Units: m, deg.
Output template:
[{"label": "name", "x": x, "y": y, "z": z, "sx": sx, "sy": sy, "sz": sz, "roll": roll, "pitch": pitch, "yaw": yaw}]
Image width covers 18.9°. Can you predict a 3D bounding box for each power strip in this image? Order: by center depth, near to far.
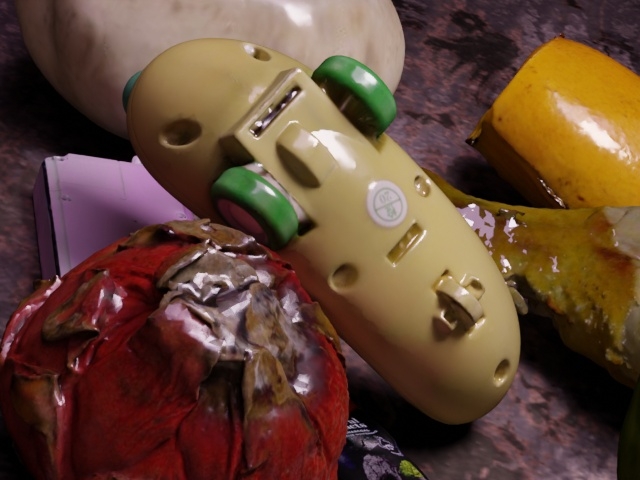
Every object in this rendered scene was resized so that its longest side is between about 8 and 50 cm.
[{"label": "power strip", "x": -0.131, "y": 0.028, "z": 1.302, "sx": 0.109, "sy": 0.037, "sz": 0.279, "roll": 8, "pitch": 32, "yaw": -18}]

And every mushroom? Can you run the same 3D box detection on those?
[{"label": "mushroom", "x": -0.061, "y": -0.229, "z": 1.471, "sx": 0.314, "sy": 0.336, "sz": 0.314, "roll": 22, "pitch": 31, "yaw": -14}]

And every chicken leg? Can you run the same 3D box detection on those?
[{"label": "chicken leg", "x": 0.195, "y": 0.028, "z": 1.412, "sx": 0.429, "sy": 0.153, "sz": 0.201, "roll": 17, "pitch": 17, "yaw": 11}]

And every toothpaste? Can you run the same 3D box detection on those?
[{"label": "toothpaste", "x": 0.029, "y": 0.146, "z": 1.206, "sx": 0.071, "sy": 0.045, "sz": 0.193, "roll": -3, "pitch": 31, "yaw": -33}]

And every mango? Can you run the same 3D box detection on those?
[{"label": "mango", "x": 0.251, "y": -0.048, "z": 1.547, "sx": 0.257, "sy": 0.138, "sz": 0.187, "roll": 37, "pitch": 10, "yaw": 2}]

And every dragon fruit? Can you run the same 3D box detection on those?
[{"label": "dragon fruit", "x": -0.064, "y": 0.067, "z": 1.116, "sx": 0.218, "sy": 0.148, "sz": 0.224, "roll": 6, "pitch": 50, "yaw": -25}]

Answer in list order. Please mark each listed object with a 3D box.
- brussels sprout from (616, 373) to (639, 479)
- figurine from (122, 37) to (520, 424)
[{"label": "brussels sprout", "x": 0.338, "y": 0.164, "z": 1.085, "sx": 0.281, "sy": 0.289, "sz": 0.354, "roll": 10, "pitch": -10, "yaw": -33}, {"label": "figurine", "x": 0.000, "y": 0.000, "z": 1.276, "sx": 0.324, "sy": 0.222, "sz": 0.124, "roll": 46, "pitch": 67, "yaw": -14}]
